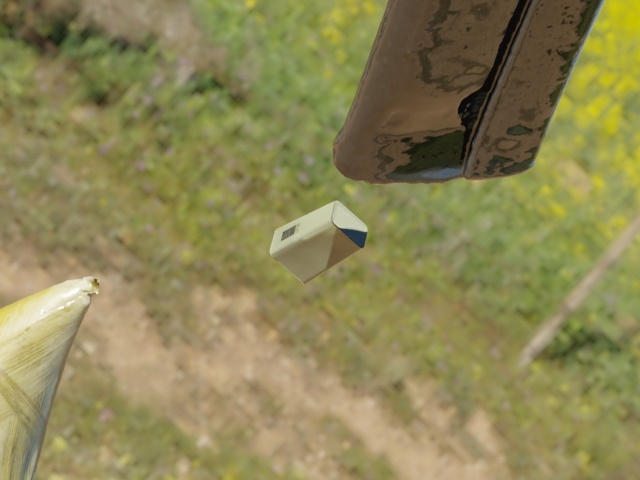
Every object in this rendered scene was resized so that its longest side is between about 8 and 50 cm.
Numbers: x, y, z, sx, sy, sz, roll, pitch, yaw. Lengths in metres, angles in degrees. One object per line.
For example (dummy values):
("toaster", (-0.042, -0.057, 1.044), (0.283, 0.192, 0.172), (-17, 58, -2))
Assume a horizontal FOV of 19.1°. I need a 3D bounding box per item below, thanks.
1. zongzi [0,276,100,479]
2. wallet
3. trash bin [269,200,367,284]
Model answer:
("zongzi", (-0.223, 0.133, 1.355), (0.099, 0.197, 0.194), (19, 53, -59))
("wallet", (0.163, -0.211, 1.807), (0.228, 0.406, 0.062), (-2, 50, -20))
("trash bin", (0.000, 0.000, 2.074), (0.061, 0.092, 0.043), (41, 39, -27))
